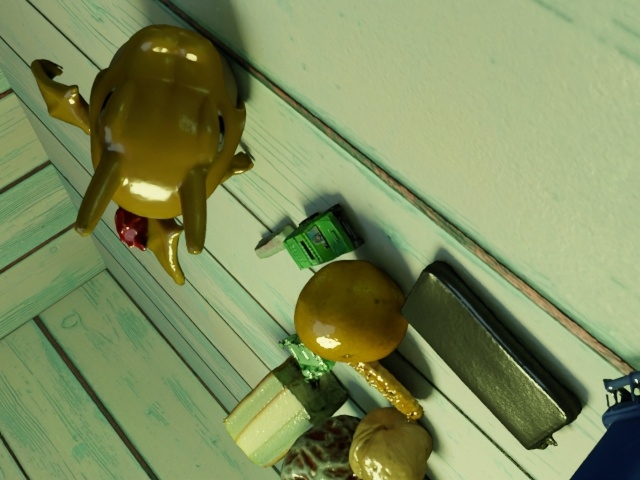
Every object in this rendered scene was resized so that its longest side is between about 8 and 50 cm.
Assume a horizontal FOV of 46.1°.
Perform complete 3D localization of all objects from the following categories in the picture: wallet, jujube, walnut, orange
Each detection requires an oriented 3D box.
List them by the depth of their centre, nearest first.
[{"bbox_3d":[0.200,0.139,0.892,0.250,0.044,0.149,47,155,19],"label":"wallet"},{"bbox_3d":[0.042,0.095,1.027,0.159,0.158,0.136,105,169,-65],"label":"orange"},{"bbox_3d":[0.122,0.365,1.298,0.166,0.149,0.167,-17,-90,-88],"label":"walnut"},{"bbox_3d":[0.067,0.493,1.431,0.317,0.226,0.226,54,161,11],"label":"jujube"}]

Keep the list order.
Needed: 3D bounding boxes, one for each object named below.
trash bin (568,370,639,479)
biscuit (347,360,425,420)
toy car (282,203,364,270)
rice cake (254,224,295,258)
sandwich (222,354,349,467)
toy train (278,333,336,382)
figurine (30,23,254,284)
[{"bbox_3d":[0.265,0.237,0.622,0.184,0.234,0.162,49,160,10],"label":"trash bin"},{"bbox_3d":[0.066,0.196,1.201,0.254,0.035,0.254,44,174,6],"label":"biscuit"},{"bbox_3d":[0.000,0.000,1.073,0.071,0.062,0.165,56,160,-5],"label":"toy car"},{"bbox_3d":[-0.080,0.004,1.304,0.033,0.033,0.207,46,162,-7],"label":"rice cake"},{"bbox_3d":[-0.076,0.353,1.580,0.155,0.227,0.198,49,160,11],"label":"sandwich"},{"bbox_3d":[-0.017,0.211,1.448,0.099,0.081,0.149,55,154,-5],"label":"toy train"},{"bbox_3d":[-0.227,-0.121,1.090,0.387,0.268,0.401,-153,41,-76],"label":"figurine"}]
